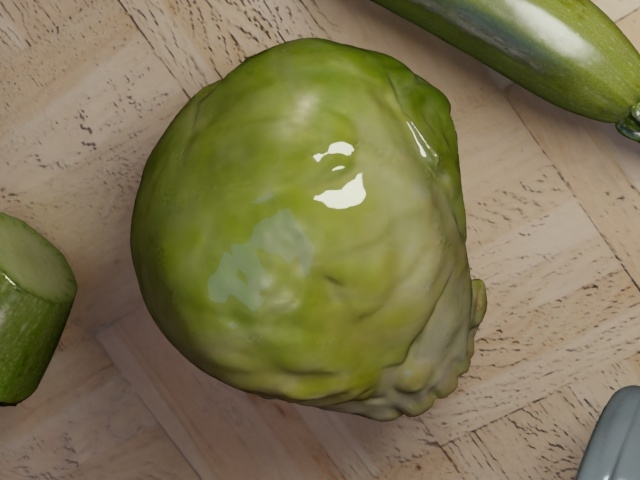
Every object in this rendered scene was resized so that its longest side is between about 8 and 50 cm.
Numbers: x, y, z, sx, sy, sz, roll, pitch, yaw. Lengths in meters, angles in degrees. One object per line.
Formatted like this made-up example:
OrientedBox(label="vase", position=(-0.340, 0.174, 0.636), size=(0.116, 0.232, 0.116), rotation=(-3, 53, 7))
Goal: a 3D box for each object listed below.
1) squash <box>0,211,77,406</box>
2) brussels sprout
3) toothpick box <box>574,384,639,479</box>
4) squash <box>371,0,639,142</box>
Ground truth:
OrientedBox(label="squash", position=(-0.300, 0.057, 1.741), size=(0.170, 0.170, 0.123), rotation=(42, 109, -1))
OrientedBox(label="brussels sprout", position=(-0.013, -0.002, 1.535), size=(0.273, 0.243, 0.317), rotation=(-10, 110, 2))
OrientedBox(label="toothpick box", position=(0.364, 0.286, 1.499), size=(0.354, 0.263, 0.263), rotation=(16, 121, 14))
OrientedBox(label="squash", position=(0.145, -0.171, 1.456), size=(0.341, 0.094, 0.094), rotation=(31, 124, 10))
